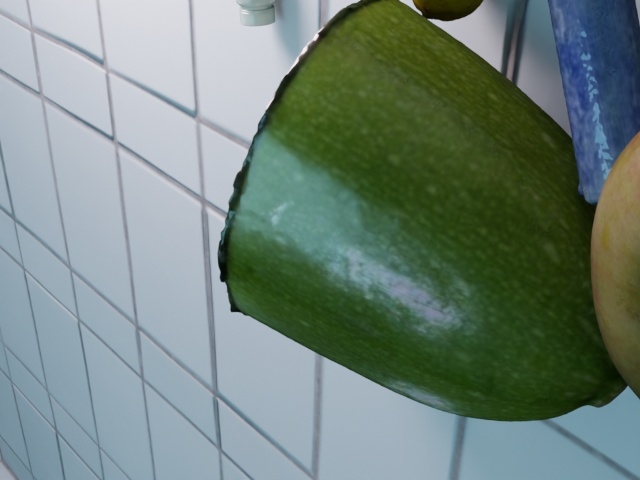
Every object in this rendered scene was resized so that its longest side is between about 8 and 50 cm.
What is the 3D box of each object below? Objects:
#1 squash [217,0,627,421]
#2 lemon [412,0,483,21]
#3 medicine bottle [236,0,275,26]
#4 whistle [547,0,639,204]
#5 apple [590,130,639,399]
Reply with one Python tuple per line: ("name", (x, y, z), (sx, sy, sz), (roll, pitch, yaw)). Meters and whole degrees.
("squash", (0.126, -0.002, 0.718), (0.309, 0.310, 0.310), (28, 133, 22))
("lemon", (0.109, -0.241, 0.751), (0.082, 0.082, 0.111), (29, 131, 40))
("medicine bottle", (-0.073, -0.285, 0.990), (0.047, 0.047, 0.083), (26, 130, 42))
("whistle", (0.189, -0.178, 0.621), (0.062, 0.062, 0.304), (-10, 89, 54))
("apple", (0.301, 0.014, 0.524), (0.257, 0.234, 0.257), (31, 131, 43))
